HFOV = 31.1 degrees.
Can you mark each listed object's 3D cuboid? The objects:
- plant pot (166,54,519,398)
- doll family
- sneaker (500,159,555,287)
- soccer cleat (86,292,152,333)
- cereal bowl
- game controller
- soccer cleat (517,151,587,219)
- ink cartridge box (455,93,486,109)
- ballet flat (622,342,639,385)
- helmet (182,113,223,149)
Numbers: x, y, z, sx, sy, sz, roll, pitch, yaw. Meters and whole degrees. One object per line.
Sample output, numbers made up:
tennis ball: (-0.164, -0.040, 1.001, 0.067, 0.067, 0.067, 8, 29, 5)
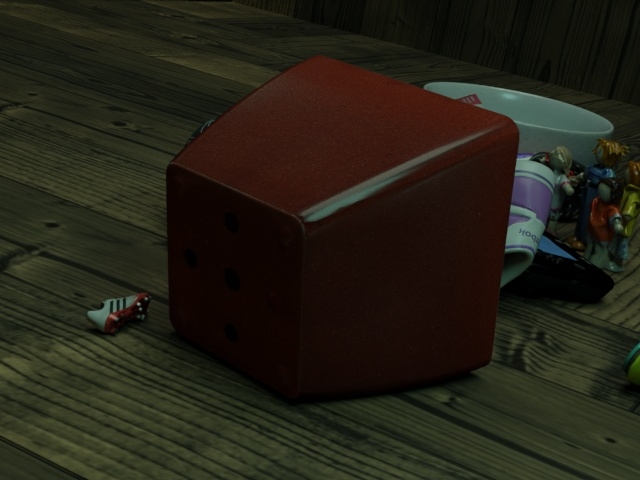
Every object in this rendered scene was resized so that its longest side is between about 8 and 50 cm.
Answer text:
plant pot: (0.000, 0.000, 1.095, 0.267, 0.267, 0.236, 25, 33, 37)
doll family: (0.406, -0.058, 1.657, 0.119, 0.163, 0.263, 6, 18, -17)
sneaker: (0.150, -0.002, 1.426, 0.282, 0.161, 0.102, -13, -38, 45)
soccer cleat: (-0.193, 0.066, 1.113, 0.036, 0.029, 0.083, 21, 24, 16)
cereal bowl: (0.330, -0.172, 2.014, 0.339, 0.141, 0.339, 10, 16, -3)
game controller: (0.262, -0.001, 1.551, 0.167, 0.067, 0.319, 5, 19, -19)
soccer cleat: (0.285, -0.098, 1.819, 0.318, 0.108, 0.116, 2, 15, -21)
ink cartridge box: (0.128, -0.115, 1.622, 0.237, 0.100, 0.172, -16, 16, 5)
ballet flat: (0.407, 0.124, 1.240, 0.077, 0.077, 0.231, 40, 28, 27)
helmet: (-0.094, -0.082, 1.429, 0.162, 0.169, 0.169, 28, 18, 2)
